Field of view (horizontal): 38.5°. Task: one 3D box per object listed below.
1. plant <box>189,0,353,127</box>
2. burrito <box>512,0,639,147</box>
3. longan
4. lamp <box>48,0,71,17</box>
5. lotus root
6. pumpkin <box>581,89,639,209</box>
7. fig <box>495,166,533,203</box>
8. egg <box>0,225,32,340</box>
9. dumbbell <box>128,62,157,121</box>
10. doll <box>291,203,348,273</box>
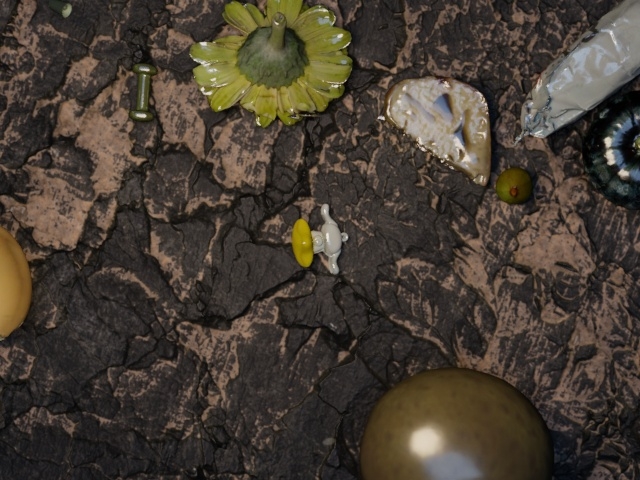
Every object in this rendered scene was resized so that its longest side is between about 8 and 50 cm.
[{"bbox_3d":[-0.073,-0.341,1.784,0.306,0.297,0.261,-38,119,-12],"label":"plant"},{"bbox_3d":[0.537,-0.342,1.779,0.445,0.101,0.139,-38,103,4],"label":"burrito"},{"bbox_3d":[0.253,0.409,1.710,0.361,0.361,0.361,0,90,4],"label":"longan"},{"bbox_3d":[-0.528,-0.526,1.888,0.054,0.041,0.121,25,96,12],"label":"lamp"},{"bbox_3d":[0.249,-0.238,1.817,0.261,0.074,0.170,28,90,3],"label":"lotus root"},{"bbox_3d":[0.618,-0.174,1.744,0.233,0.163,0.233,-1,86,15],"label":"pumpkin"},{"bbox_3d":[0.380,-0.106,1.800,0.074,0.088,0.074,4,105,15],"label":"fig"},{"bbox_3d":[-0.677,0.079,1.819,0.201,0.201,0.244,-1,86,4],"label":"egg"},{"bbox_3d":[-0.362,-0.302,1.871,0.052,0.046,0.118,5,90,-1],"label":"dumbbell"},{"bbox_3d":[-0.001,-0.008,1.841,0.113,0.071,0.135,15,87,-4],"label":"doll"}]
